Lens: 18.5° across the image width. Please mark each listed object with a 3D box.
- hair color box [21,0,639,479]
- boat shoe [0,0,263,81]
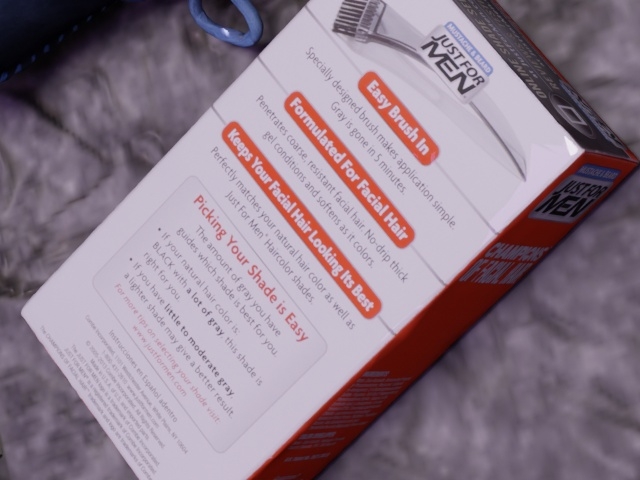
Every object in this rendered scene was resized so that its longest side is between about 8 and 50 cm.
[{"bbox_3d":[0.000,0.000,0.584,0.167,0.053,0.093,-45,69,19],"label":"hair color box"},{"bbox_3d":[-0.029,-0.121,0.576,0.258,0.109,0.089,-41,75,21],"label":"boat shoe"}]
